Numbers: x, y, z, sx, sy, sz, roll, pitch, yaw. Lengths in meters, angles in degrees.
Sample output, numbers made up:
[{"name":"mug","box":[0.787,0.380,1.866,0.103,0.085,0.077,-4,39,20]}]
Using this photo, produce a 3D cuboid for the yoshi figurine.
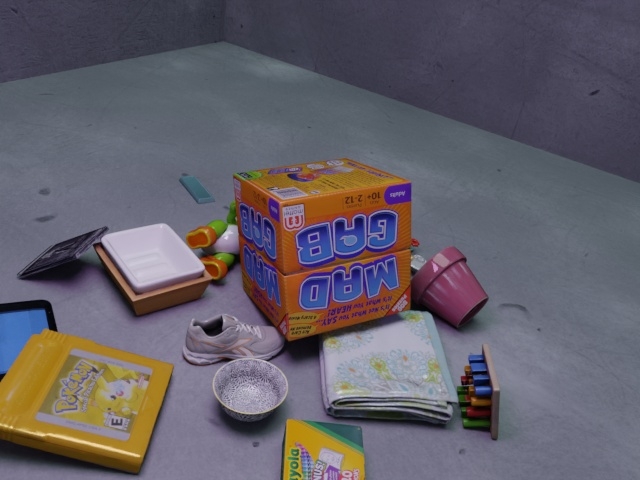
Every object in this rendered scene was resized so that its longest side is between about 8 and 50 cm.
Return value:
[{"name":"yoshi figurine","box":[-0.226,-0.014,1.861,0.203,0.203,0.362,40,32,12]}]

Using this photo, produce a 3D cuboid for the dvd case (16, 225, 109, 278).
[{"name":"dvd case","box":[-0.715,0.032,1.686,0.221,0.018,0.164,-16,24,21]}]

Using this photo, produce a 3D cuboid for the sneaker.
[{"name":"sneaker","box":[-0.208,0.237,1.512,0.262,0.121,0.099,-4,35,-21]}]

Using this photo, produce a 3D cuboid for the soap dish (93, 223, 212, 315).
[{"name":"soap dish","box":[-0.473,0.078,1.696,0.229,0.118,0.291,-15,40,-35]}]

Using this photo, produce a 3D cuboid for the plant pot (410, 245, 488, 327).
[{"name":"plant pot","box":[0.384,0.148,1.779,0.201,0.201,0.180,-20,58,-40]}]

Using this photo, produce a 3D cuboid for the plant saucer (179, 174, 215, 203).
[{"name":"plant saucer","box":[-0.457,-0.192,2.233,0.067,0.018,0.192,-12,38,-31]}]

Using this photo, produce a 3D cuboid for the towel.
[{"name":"towel","box":[0.158,0.300,1.548,0.320,0.090,0.374,6,31,-7]}]

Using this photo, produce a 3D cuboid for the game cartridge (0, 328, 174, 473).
[{"name":"game cartridge","box":[-0.502,0.328,1.289,0.324,0.052,0.285,19,30,-10]}]

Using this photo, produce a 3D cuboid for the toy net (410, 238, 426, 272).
[{"name":"toy net","box":[0.299,0.048,2.041,0.122,0.045,0.232,-6,36,-27]}]

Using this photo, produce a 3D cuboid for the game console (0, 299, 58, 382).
[{"name":"game console","box":[-0.751,0.188,1.399,0.173,0.250,0.293,-31,43,-11]}]

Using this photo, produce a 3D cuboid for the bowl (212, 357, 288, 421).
[{"name":"bowl","box":[-0.162,0.354,1.375,0.170,0.080,0.170,8,32,-5]}]

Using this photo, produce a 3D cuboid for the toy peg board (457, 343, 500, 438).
[{"name":"toy peg board","box":[0.376,0.362,1.457,0.079,0.160,0.161,-4,31,6]}]

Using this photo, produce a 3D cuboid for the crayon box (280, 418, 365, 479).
[{"name":"crayon box","box":[0.003,0.492,1.198,0.165,0.081,0.278,7,32,-5]}]

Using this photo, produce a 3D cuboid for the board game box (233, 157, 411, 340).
[{"name":"board game box","box":[0.000,0.000,1.629,0.356,0.356,0.356,-11,21,-23]}]
